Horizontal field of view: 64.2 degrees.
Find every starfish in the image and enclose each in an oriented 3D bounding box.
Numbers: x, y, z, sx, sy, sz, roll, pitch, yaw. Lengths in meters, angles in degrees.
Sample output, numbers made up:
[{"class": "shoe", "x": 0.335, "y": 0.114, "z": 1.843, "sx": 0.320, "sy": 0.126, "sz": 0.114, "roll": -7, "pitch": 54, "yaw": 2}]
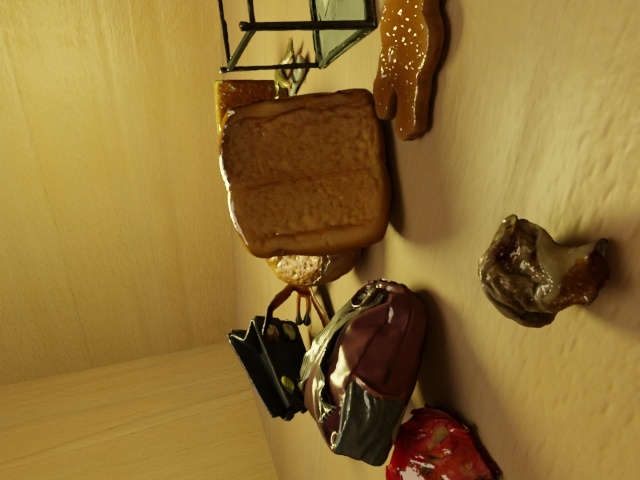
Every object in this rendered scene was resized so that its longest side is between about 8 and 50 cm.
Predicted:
[{"class": "starfish", "x": -0.106, "y": -0.521, "z": 1.530, "sx": 0.208, "sy": 0.053, "sz": 0.176, "roll": 171, "pitch": 112, "yaw": -74}]

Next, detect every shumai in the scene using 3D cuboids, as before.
[{"class": "shumai", "x": 0.258, "y": 0.028, "z": 0.573, "sx": 0.116, "sy": 0.145, "sz": 0.145, "roll": -28, "pitch": 69, "yaw": 46}]

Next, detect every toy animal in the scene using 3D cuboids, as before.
[{"class": "toy animal", "x": -0.042, "y": 0.162, "z": 1.618, "sx": 0.284, "sy": 0.225, "sz": 0.302, "roll": -69, "pitch": -14, "yaw": -84}]

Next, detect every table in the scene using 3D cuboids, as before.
[{"class": "table", "x": -0.080, "y": -0.515, "z": 1.101, "sx": 0.335, "sy": 0.272, "sz": 0.222, "roll": -170, "pitch": 72, "yaw": -72}]

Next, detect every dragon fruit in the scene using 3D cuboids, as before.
[{"class": "dragon fruit", "x": 0.193, "y": 0.400, "z": 0.904, "sx": 0.163, "sy": 0.189, "sz": 0.261, "roll": 48, "pitch": 152, "yaw": 5}]

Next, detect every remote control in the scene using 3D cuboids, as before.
[{"class": "remote control", "x": -0.067, "y": -0.477, "z": 1.490, "sx": 0.184, "sy": 0.027, "sz": 0.050, "roll": 144, "pitch": 123, "yaw": -75}]

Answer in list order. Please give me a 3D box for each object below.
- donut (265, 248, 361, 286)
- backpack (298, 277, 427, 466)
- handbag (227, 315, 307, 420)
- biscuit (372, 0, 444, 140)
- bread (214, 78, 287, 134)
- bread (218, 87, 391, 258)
[{"class": "donut", "x": -0.035, "y": -0.047, "z": 1.236, "sx": 0.317, "sy": 0.150, "sz": 0.299, "roll": 52, "pitch": 124, "yaw": 13}, {"class": "backpack", "x": 0.085, "y": 0.225, "z": 0.972, "sx": 0.283, "sy": 0.197, "sz": 0.317, "roll": 178, "pitch": 112, "yaw": -77}, {"class": "handbag", "x": -0.119, "y": 0.404, "z": 1.639, "sx": 0.329, "sy": 0.122, "sz": 0.303, "roll": 59, "pitch": -167, "yaw": 21}, {"class": "biscuit", "x": 0.149, "y": -0.324, "z": 0.852, "sx": 0.186, "sy": 0.044, "sz": 0.295, "roll": -121, "pitch": 27, "yaw": -44}, {"class": "bread", "x": -0.222, "y": -0.428, "z": 1.656, "sx": 0.110, "sy": 0.234, "sz": 0.184, "roll": -144, "pitch": 50, "yaw": -71}, {"class": "bread", "x": -0.027, "y": -0.128, "z": 1.044, "sx": 0.148, "sy": 0.337, "sz": 0.328, "roll": -60, "pitch": -40, "yaw": -89}]
